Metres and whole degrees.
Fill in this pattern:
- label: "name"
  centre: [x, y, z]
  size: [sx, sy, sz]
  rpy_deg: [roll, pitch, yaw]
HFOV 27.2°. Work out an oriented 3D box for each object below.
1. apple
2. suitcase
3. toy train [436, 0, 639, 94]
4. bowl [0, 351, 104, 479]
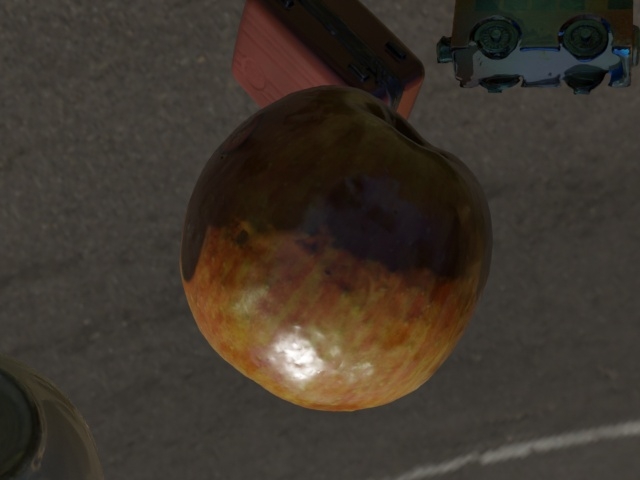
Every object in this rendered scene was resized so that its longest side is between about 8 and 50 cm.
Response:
- label: "apple"
  centre: [0.024, -0.007, 1.149]
  size: [0.277, 0.309, 0.250]
  rpy_deg: [17, 129, -19]
- label: "suitcase"
  centre: [0.007, -0.265, 2.067]
  size: [0.161, 0.297, 0.236]
  rpy_deg: [-34, 161, -31]
- label: "toy train"
  centre: [0.201, -0.192, 1.218]
  size: [0.188, 0.099, 0.072]
  rpy_deg: [2, 155, 13]
- label: "bowl"
  centre: [-0.289, 0.181, 1.004]
  size: [0.277, 0.277, 0.145]
  rpy_deg: [-14, 144, -33]
